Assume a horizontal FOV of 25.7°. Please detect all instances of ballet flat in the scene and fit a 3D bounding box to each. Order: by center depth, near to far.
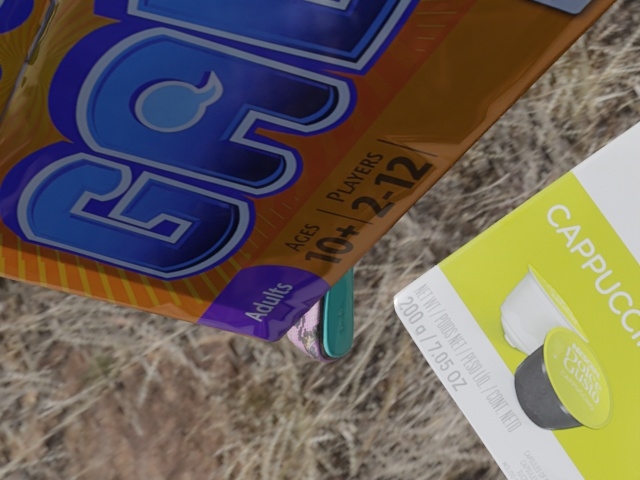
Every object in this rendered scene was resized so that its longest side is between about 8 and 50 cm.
[{"bbox_3d":[0.000,0.000,1.272,0.079,0.077,0.221,16,106,34],"label":"ballet flat"}]

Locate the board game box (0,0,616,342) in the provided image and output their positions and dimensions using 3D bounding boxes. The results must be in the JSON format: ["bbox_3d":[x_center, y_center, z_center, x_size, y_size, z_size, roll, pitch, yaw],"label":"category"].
[{"bbox_3d":[-0.100,-0.218,0.614,0.356,0.356,0.356,15,147,-19],"label":"board game box"}]

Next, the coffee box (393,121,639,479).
[{"bbox_3d":[0.307,0.088,1.096,0.334,0.338,0.337,-36,80,10],"label":"coffee box"}]
